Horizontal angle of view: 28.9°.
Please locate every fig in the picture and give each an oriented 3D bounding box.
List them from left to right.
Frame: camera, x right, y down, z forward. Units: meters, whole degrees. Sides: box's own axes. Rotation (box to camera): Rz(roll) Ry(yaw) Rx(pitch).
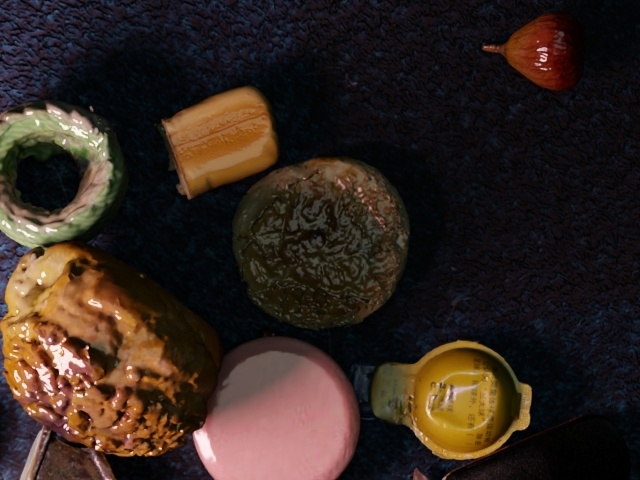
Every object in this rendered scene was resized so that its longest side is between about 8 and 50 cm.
[{"bbox_3d":[0.331,-0.294,1.881,0.153,0.119,0.119,13,83,-4],"label":"fig"}]

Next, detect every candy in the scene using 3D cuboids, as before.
[{"bbox_3d":[-0.065,0.252,1.792,0.255,0.094,0.255,0,84,-3],"label":"candy"}]

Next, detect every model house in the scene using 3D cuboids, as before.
[{"bbox_3d":[-0.350,0.353,1.747,0.152,0.165,0.106,24,53,-8],"label":"model house"}]

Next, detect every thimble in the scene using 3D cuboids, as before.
[{"bbox_3d":[-0.382,-0.094,1.778,0.219,0.150,0.218,0,84,-4],"label":"thimble"}]

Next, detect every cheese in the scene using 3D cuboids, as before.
[{"bbox_3d":[0.174,0.231,1.830,0.270,0.069,0.176,4,84,7],"label":"cheese"}]

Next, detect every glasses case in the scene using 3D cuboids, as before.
[{"bbox_3d":[0.311,0.348,1.792,0.321,0.082,0.122,-17,80,-25],"label":"glasses case"}]

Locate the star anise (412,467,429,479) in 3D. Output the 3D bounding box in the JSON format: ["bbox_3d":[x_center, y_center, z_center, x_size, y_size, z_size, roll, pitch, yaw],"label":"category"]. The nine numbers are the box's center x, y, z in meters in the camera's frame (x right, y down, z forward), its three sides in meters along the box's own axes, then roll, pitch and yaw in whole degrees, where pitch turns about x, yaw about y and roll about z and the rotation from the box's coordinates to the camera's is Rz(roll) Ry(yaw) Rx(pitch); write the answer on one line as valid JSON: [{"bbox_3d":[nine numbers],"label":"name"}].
[{"bbox_3d":[0.150,0.452,1.737,0.148,0.227,0.218,-4,95,-12],"label":"star anise"}]

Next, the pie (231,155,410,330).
[{"bbox_3d":[0.000,0.000,1.849,0.274,0.055,0.274,0,86,0],"label":"pie"}]

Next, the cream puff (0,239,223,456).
[{"bbox_3d":[-0.298,0.154,1.663,0.343,0.327,0.231,26,77,19],"label":"cream puff"}]

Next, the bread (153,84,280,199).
[{"bbox_3d":[-0.147,-0.146,1.836,0.173,0.085,0.134,-19,82,-5],"label":"bread"}]
